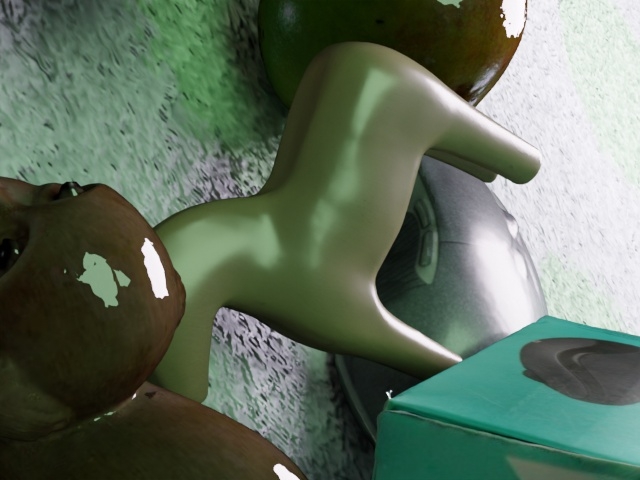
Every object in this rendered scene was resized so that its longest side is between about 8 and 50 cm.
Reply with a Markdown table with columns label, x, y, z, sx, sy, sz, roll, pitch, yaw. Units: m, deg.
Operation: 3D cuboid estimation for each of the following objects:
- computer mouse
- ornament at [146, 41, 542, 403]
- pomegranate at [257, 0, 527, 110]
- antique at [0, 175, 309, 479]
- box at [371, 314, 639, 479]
| label | x | y | z | sx | sy | sz | roll | pitch | yaw |
| --- | --- | --- | --- | --- | --- | --- | --- | --- | --- |
| computer mouse | 0.110 | 0.021 | 0.826 | 0.167 | 0.090 | 0.379 | 47 | 37 | -29 |
| ornament | 0.000 | 0.000 | 0.644 | 0.245 | 0.061 | 0.230 | 26 | 80 | -36 |
| pomegranate | 0.034 | -0.167 | 0.767 | 0.180 | 0.180 | 0.210 | -6 | 58 | -55 |
| antique | -0.083 | 0.089 | 0.478 | 0.121 | 0.143 | 0.257 | -23 | 88 | -54 |
| box | 0.122 | 0.162 | 0.599 | 0.311 | 0.118 | 0.205 | -6 | 103 | -66 |
